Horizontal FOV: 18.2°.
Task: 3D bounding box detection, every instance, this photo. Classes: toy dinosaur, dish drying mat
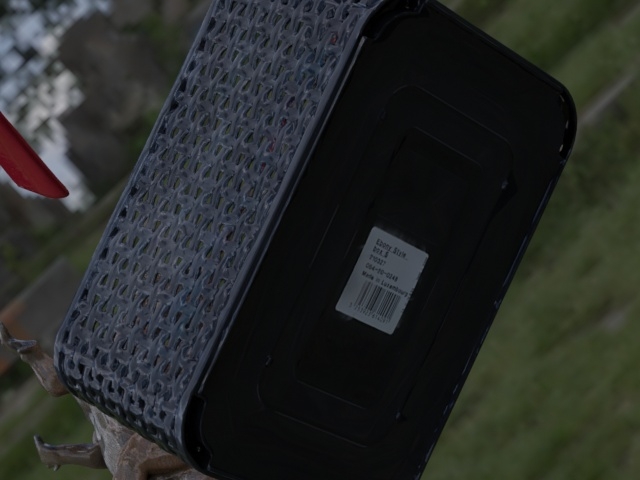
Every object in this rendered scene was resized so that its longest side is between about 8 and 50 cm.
[{"bbox_3d":[-0.116,0.130,1.519,0.200,0.295,0.127,-20,-28,-12],"label":"toy dinosaur"},{"bbox_3d":[-0.128,-0.046,0.774,0.032,0.083,0.008,21,65,41],"label":"dish drying mat"}]

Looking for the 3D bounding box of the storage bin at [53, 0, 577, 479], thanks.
[{"bbox_3d":[0.000,0.000,0.730,0.084,0.122,0.180,22,87,47],"label":"storage bin"}]
